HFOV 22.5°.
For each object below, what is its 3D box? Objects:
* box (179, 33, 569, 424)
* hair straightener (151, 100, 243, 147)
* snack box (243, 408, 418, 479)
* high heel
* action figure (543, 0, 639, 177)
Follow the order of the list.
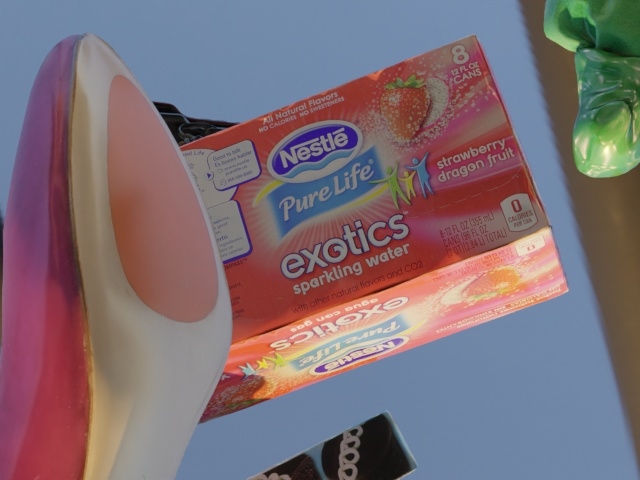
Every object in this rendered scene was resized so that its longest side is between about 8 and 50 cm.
[{"bbox_3d":[0.000,0.000,1.095,0.300,0.142,0.154,-21,-112,6],"label":"box"},{"bbox_3d":[-0.088,-0.067,1.227,0.230,0.089,0.047,10,-71,-24],"label":"hair straightener"},{"bbox_3d":[-0.091,0.236,1.215,0.322,0.187,0.060,-20,-104,-46],"label":"snack box"},{"bbox_3d":[-0.084,0.065,0.450,0.117,0.082,0.244,-18,-107,24],"label":"high heel"},{"bbox_3d":[0.145,-0.106,0.555,0.137,0.063,0.232,27,-121,20],"label":"action figure"}]
